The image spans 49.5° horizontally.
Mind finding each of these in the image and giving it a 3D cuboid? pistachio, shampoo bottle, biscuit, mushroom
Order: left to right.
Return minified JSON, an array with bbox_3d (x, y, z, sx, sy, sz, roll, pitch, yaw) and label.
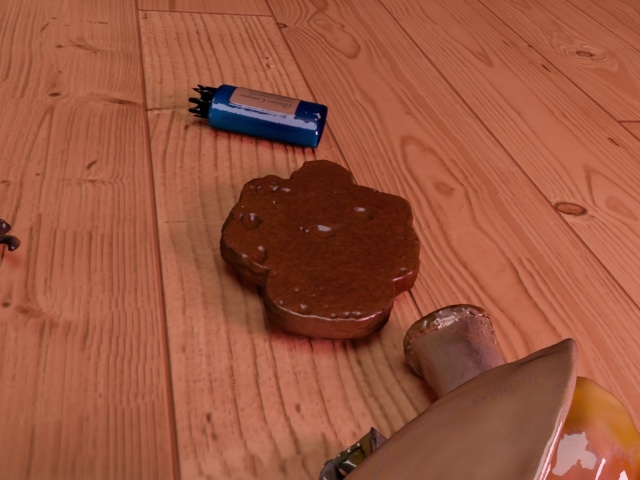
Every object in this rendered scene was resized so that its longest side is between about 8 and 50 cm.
[{"bbox_3d":[-0.085,-0.172,0.938,0.183,0.050,0.087,12,40,3],"label":"shampoo bottle"},{"bbox_3d":[0.000,0.000,0.737,0.208,0.041,0.290,7,36,-4],"label":"biscuit"},{"bbox_3d":[0.070,0.190,0.340,0.187,0.187,0.299,36,87,31],"label":"pistachio"},{"bbox_3d":[0.123,0.142,0.562,0.084,0.071,0.209,-2,41,-6],"label":"mushroom"}]

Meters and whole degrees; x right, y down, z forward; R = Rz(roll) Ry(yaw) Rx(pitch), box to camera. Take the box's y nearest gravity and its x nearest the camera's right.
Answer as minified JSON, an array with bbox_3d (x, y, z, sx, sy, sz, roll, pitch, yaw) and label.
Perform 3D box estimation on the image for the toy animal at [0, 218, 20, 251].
[{"bbox_3d":[-0.407,-0.016,0.665,0.241,0.057,0.099,18,44,8],"label":"toy animal"}]

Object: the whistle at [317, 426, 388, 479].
[{"bbox_3d":[0.128,0.240,0.437,0.068,0.057,0.326,-26,49,-38],"label":"whistle"}]
